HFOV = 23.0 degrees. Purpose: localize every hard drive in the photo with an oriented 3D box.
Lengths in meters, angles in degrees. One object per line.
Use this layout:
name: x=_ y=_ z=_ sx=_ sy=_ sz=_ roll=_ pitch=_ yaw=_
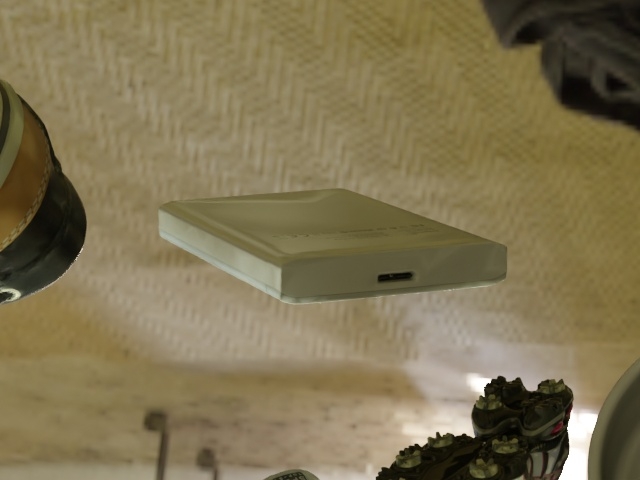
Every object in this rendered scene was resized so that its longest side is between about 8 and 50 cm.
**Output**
hard drive: x=0.000 y=0.000 z=1.598 sx=0.233 sy=0.047 sz=0.353 roll=-5 pitch=-168 yaw=-23

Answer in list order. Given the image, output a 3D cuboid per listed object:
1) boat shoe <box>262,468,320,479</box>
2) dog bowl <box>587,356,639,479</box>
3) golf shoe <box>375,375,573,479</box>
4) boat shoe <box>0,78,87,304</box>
boat shoe: x=0.027 y=0.372 z=1.373 sx=0.136 sy=0.156 sz=0.367 roll=-23 pitch=128 yaw=-20
dog bowl: x=0.357 y=0.203 z=1.293 sx=0.265 sy=0.264 sz=0.104 roll=-1 pitch=153 yaw=16
golf shoe: x=0.140 y=0.209 z=1.311 sx=0.105 sy=0.120 sz=0.273 roll=4 pitch=-162 yaw=35
boat shoe: x=-0.359 y=-0.045 z=1.100 sx=0.500 sy=0.186 sz=0.156 roll=8 pitch=156 yaw=37
